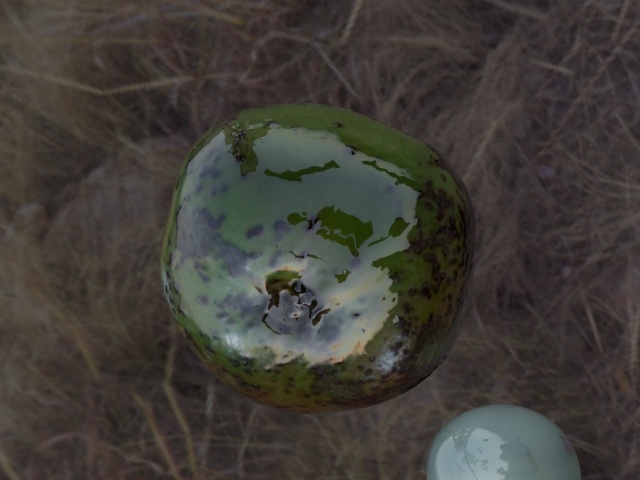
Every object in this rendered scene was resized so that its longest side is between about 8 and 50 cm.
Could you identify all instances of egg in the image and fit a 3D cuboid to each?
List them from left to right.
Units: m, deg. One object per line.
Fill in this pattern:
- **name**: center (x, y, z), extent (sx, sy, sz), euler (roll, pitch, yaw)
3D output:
- **egg**: center (0.237, 0.305, 1.499), extent (0.183, 0.264, 0.182), euler (-12, 69, 34)

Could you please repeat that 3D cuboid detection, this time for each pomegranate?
- **pomegranate**: center (0.000, 0.000, 1.039), extent (0.285, 0.285, 0.340), euler (-37, 13, 15)
